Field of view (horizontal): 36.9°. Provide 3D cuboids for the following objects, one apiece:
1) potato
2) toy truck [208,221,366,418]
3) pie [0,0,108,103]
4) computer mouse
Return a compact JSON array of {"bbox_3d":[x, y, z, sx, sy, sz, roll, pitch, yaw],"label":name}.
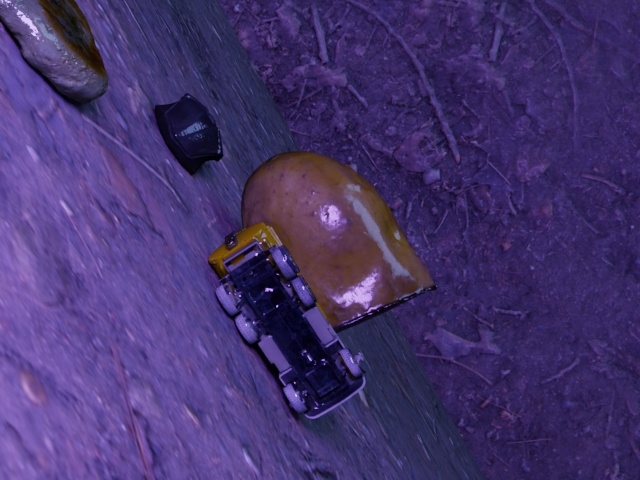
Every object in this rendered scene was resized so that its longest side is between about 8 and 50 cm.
[{"bbox_3d":[0.000,0.000,1.324,0.266,0.229,0.229,64,7,3],"label":"potato"},{"bbox_3d":[-0.039,0.089,1.126,0.227,0.098,0.114,57,1,-11],"label":"toy truck"},{"bbox_3d":[-0.272,-0.221,0.953,0.187,0.041,0.187,58,8,-13],"label":"pie"},{"bbox_3d":[-0.171,-0.152,1.318,0.106,0.062,0.192,60,8,-5],"label":"computer mouse"}]
